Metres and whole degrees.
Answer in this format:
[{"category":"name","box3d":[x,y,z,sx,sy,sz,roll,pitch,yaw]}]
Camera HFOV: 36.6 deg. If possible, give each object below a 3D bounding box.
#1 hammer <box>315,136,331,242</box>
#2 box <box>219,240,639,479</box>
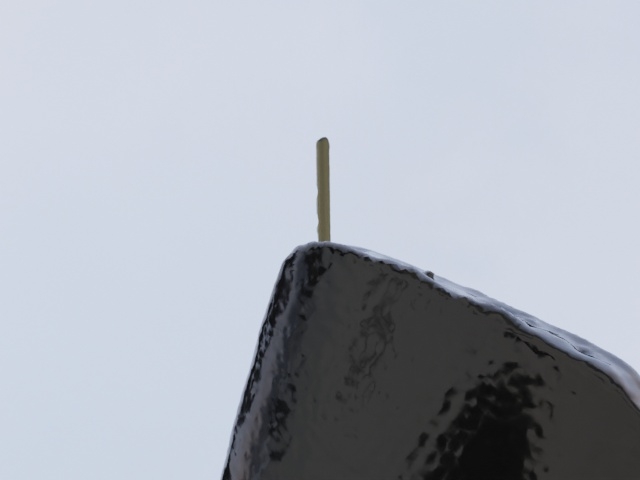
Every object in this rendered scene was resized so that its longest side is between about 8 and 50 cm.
[{"category":"hammer","box3d":[0.000,0.000,0.851,0.028,0.060,0.195,-4,-102,11]},{"category":"box","box3d":[0.041,0.116,0.440,0.212,0.042,0.201,22,-80,35]}]
